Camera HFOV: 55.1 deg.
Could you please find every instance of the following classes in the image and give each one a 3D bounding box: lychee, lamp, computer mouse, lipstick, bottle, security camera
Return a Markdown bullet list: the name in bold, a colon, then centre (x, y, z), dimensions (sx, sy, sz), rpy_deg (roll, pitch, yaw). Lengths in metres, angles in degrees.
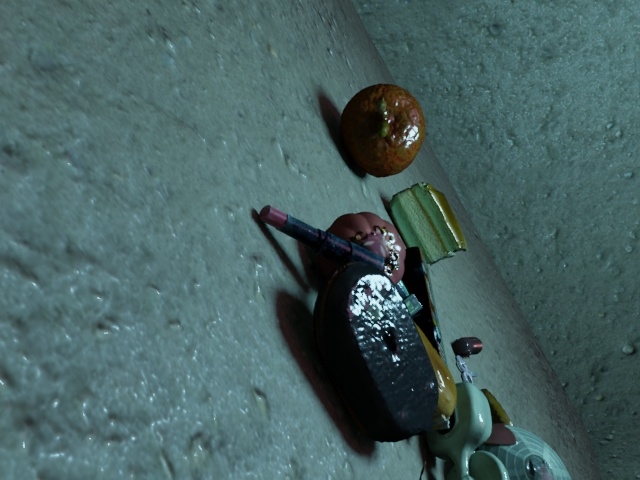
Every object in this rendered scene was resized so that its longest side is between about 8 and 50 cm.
- **lychee**: centre (0.176, -0.307, 1.701), dimensions (0.255, 0.255, 0.300), rpy_deg (65, -11, 5)
- **lamp**: centre (0.077, 0.034, 1.197), dimensions (0.182, 0.140, 0.182), rpy_deg (4, 80, -23)
- **lamp**: centre (0.410, 0.511, 1.288), dimensions (0.233, 0.233, 0.265), rpy_deg (37, 28, -49)
- **computer mouse**: centre (0.089, 0.190, 1.041), dimensions (0.183, 0.116, 0.323), rpy_deg (-30, 100, -36)
- **lipstick**: centre (0.000, 0.000, 1.077), dimensions (0.234, 0.053, 0.053), rpy_deg (28, 30, -11)
- **bottle**: centre (0.443, 0.319, 1.841), dimensions (0.164, 0.060, 0.060), rpy_deg (17, 50, -61)
- **security camera**: centre (0.279, 0.421, 1.211), dimensions (0.080, 0.157, 0.302), rpy_deg (37, 30, -23)

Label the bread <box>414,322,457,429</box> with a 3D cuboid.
- **bread**: centre (0.176, 0.253, 1.214), dimensions (0.241, 0.107, 0.136), rpy_deg (52, 25, -14)

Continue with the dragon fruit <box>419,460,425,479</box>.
- **dragon fruit**: centre (0.180, 0.448, 0.824), dimensions (0.234, 0.233, 0.293), rpy_deg (-12, 91, -68)

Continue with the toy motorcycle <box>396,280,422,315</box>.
- **toy motorcycle**: centre (0.157, 0.094, 1.406), dimensions (0.173, 0.058, 0.100), rpy_deg (56, -13, -2)

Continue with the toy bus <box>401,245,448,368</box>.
- **toy bus**: centre (0.234, 0.179, 1.473), dimensions (0.409, 0.093, 0.092), rpy_deg (-90, 154, -48)

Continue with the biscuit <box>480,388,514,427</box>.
- **biscuit**: centre (0.472, 0.528, 1.553), dimensions (0.318, 0.040, 0.318), rpy_deg (158, -90, -90)

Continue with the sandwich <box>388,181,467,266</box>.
- **sandwich**: centre (0.326, -0.036, 1.847), dimensions (0.227, 0.155, 0.198), rpy_deg (28, 40, -56)

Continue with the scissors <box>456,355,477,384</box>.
- **scissors**: centre (0.442, 0.393, 1.811), dimensions (0.189, 0.015, 0.100), rpy_deg (27, 39, -59)
